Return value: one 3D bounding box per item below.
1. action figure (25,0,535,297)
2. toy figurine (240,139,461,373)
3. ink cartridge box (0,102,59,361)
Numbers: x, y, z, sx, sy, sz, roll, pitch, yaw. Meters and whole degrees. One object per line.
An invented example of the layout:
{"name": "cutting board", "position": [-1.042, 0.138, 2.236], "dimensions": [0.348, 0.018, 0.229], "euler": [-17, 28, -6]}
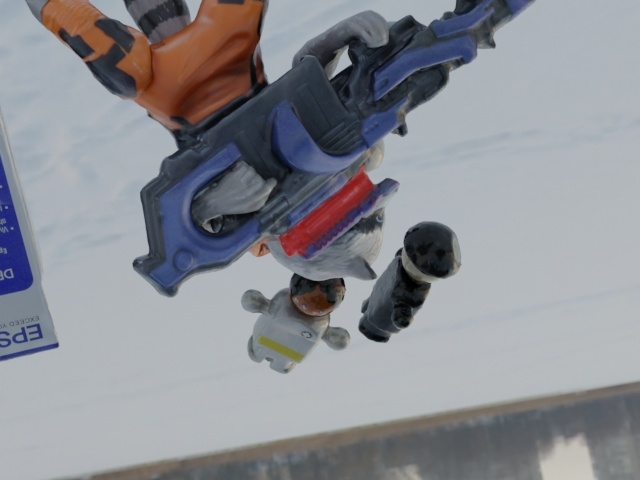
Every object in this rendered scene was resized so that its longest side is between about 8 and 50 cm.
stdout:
{"name": "action figure", "position": [-0.031, -0.126, 0.763], "dimensions": [0.341, 0.330, 0.178], "euler": [-31, -170, -19]}
{"name": "toy figurine", "position": [0.000, 0.000, 1.006], "dimensions": [0.209, 0.213, 0.148], "euler": [-13, 152, -37]}
{"name": "ink cartridge box", "position": [-0.394, -0.020, 0.867], "dimensions": [0.304, 0.307, 0.072], "euler": [-12, -149, -11]}
